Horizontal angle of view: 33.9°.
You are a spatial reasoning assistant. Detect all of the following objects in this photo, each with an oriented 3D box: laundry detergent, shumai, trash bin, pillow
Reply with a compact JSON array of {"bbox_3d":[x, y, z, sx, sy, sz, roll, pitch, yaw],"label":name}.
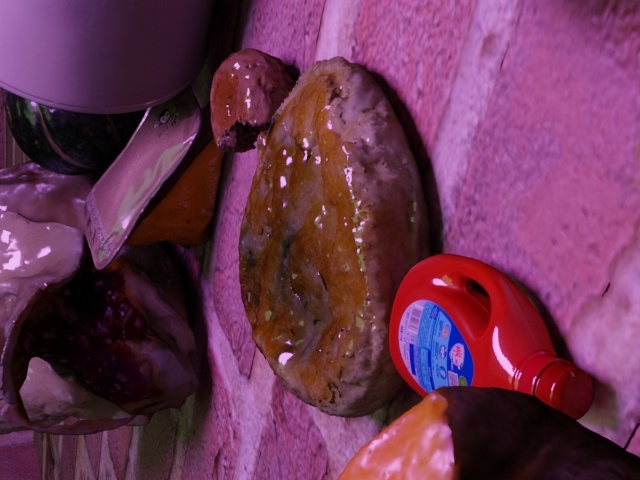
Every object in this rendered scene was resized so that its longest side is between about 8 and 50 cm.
[{"bbox_3d":[0.100,0.063,0.616,0.165,0.049,0.098,-163,73,-63],"label":"laundry detergent"},{"bbox_3d":[-0.300,0.105,1.307,0.348,0.395,0.395,25,120,40],"label":"shumai"},{"bbox_3d":[-0.207,-0.325,0.990,0.432,0.280,0.280,117,142,-47],"label":"trash bin"},{"bbox_3d":[-0.195,-0.074,1.137,0.217,0.033,0.130,-50,40,22],"label":"pillow"}]

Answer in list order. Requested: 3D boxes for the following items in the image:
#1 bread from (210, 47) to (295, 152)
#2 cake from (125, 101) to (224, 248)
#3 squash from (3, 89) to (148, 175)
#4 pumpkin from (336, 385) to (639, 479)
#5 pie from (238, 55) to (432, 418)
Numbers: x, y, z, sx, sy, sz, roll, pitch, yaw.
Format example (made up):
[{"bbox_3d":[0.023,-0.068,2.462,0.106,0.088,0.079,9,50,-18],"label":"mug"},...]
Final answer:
[{"bbox_3d":[-0.059,-0.128,0.942,0.113,0.060,0.082,161,102,-65],"label":"bread"},{"bbox_3d":[-0.167,-0.071,1.158,0.185,0.116,0.080,104,153,-48],"label":"cake"},{"bbox_3d":[-0.275,-0.175,1.266,0.172,0.218,0.218,51,157,-6],"label":"squash"},{"bbox_3d":[0.076,0.228,0.444,0.303,0.256,0.225,-49,41,29],"label":"pumpkin"},{"bbox_3d":[0.000,0.000,0.803,0.277,0.078,0.277,174,90,-66],"label":"pie"}]
